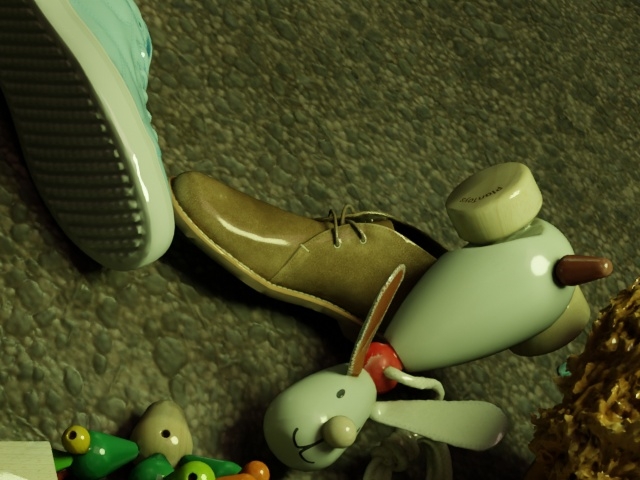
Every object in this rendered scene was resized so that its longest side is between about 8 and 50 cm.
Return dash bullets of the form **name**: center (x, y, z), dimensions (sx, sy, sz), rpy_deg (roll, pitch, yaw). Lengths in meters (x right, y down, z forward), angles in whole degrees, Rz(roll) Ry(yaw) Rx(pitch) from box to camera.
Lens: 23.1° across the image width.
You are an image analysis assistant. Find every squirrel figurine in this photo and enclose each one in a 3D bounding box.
- **squirrel figurine**: center (0.225, 0.210, 1.242), dimensions (0.370, 0.397, 0.281), rpy_deg (-21, 39, -40)

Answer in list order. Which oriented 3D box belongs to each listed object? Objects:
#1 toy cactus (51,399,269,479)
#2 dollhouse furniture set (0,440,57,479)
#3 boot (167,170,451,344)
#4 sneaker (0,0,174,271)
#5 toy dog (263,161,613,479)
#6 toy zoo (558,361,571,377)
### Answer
- **toy cactus**: center (-0.120, 0.182, 1.182), dimensions (0.219, 0.112, 0.180), rpy_deg (4, 18, -3)
- **dollhouse furniture set**: center (-0.254, 0.221, 0.971), dimensions (0.129, 0.183, 0.129), rpy_deg (6, 56, -39)
- **boot**: center (0.000, 0.000, 1.406), dimensions (0.305, 0.115, 0.112), rpy_deg (28, 27, -24)
- **sneaker**: center (-0.188, -0.146, 1.354), dimensions (0.150, 0.135, 0.366), rpy_deg (-12, 69, -42)
- **toy dog**: center (0.121, 0.082, 1.308), dimensions (0.220, 0.161, 0.334), rpy_deg (40, 73, -24)
- **toy zoo**: center (0.366, 0.214, 1.644), dimensions (0.293, 0.030, 0.192), rpy_deg (39, 41, -12)
